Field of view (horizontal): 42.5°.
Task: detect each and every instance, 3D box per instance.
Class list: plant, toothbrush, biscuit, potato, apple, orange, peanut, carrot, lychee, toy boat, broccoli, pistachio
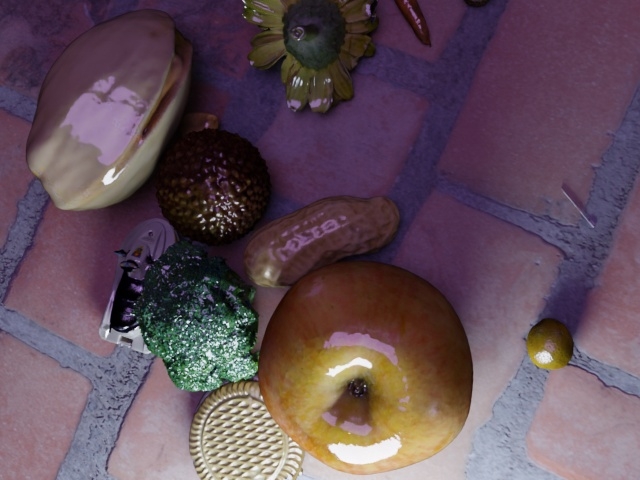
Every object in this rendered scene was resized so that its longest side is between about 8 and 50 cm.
[{"bbox_3d":[0.008,-0.419,1.590,0.261,0.297,0.306,-30,99,-18],"label":"plant"},{"bbox_3d":[0.492,-0.064,1.575,0.008,0.006,0.097,-36,78,-6],"label":"toothbrush"},{"bbox_3d":[-0.142,0.387,1.624,0.259,0.079,0.259,-1,84,11],"label":"biscuit"},{"bbox_3d":[-0.253,-0.238,1.724,0.083,0.062,0.068,-6,112,39],"label":"potato"},{"bbox_3d":[0.080,0.225,1.462,0.391,0.346,0.391,0,90,10],"label":"apple"},{"bbox_3d":[0.425,0.191,1.525,0.085,0.085,0.095,-1,77,12],"label":"orange"},{"bbox_3d":[0.000,0.000,1.608,0.325,0.140,0.153,-18,99,5],"label":"peanut"},{"bbox_3d":[0.168,-0.491,1.669,0.057,0.057,0.224,-27,83,8],"label":"carrot"},{"bbox_3d":[-0.205,-0.103,1.608,0.236,0.271,0.236,-2,97,-12],"label":"lychee"},{"bbox_3d":[-0.372,0.090,1.681,0.141,0.141,0.269,15,101,13],"label":"toy boat"},{"bbox_3d":[-0.225,0.141,1.591,0.265,0.245,0.294,-15,84,30],"label":"broccoli"},{"bbox_3d":[-0.418,-0.259,1.646,0.365,0.281,0.445,7,66,47],"label":"pistachio"}]

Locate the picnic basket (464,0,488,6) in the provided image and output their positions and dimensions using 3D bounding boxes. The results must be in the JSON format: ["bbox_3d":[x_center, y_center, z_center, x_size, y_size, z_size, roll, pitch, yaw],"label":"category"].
[{"bbox_3d":[0.309,-0.503,1.621,0.072,0.083,0.072,-1,84,13],"label":"picnic basket"}]
